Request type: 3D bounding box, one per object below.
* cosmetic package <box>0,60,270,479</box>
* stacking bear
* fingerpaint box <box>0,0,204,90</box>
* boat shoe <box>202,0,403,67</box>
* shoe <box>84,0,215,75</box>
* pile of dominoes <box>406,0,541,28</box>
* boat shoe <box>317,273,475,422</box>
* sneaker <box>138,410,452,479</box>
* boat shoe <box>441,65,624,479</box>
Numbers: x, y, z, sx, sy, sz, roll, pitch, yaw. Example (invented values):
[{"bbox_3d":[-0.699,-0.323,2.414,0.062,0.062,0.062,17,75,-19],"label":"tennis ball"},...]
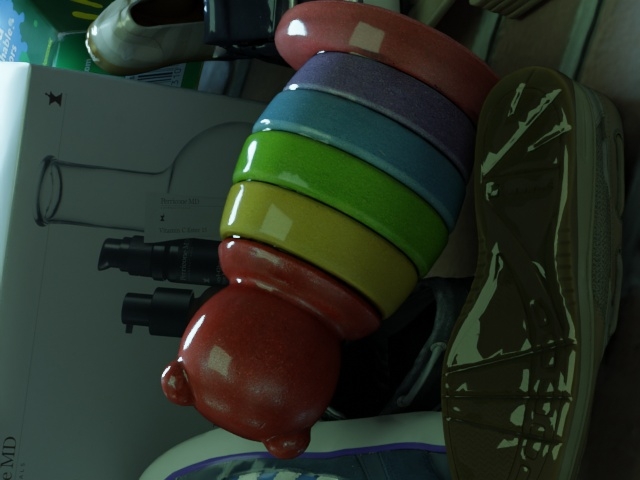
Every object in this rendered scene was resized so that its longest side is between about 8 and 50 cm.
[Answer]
[{"bbox_3d":[-0.147,0.065,1.534,0.097,0.284,0.377,10,93,56],"label":"cosmetic package"},{"bbox_3d":[0.000,0.000,1.318,0.289,0.175,0.164,-64,10,-13],"label":"stacking bear"},{"bbox_3d":[-0.301,-0.095,1.784,0.371,0.163,0.445,46,132,38],"label":"fingerpaint box"},{"bbox_3d":[-0.020,-0.290,1.494,0.127,0.158,0.340,67,-159,-78],"label":"boat shoe"},{"bbox_3d":[-0.087,-0.183,1.560,0.076,0.219,0.058,55,138,13],"label":"shoe"},{"bbox_3d":[0.131,-0.280,1.430,0.196,0.040,0.251,-32,50,50],"label":"pile of dominoes"},{"bbox_3d":[0.030,0.114,1.426,0.301,0.102,0.108,-40,53,45],"label":"boat shoe"},{"bbox_3d":[-0.018,0.252,1.343,0.323,0.130,0.236,-13,47,30],"label":"sneaker"},{"bbox_3d":[0.151,0.043,1.272,0.109,0.098,0.302,-3,80,42],"label":"boat shoe"}]
